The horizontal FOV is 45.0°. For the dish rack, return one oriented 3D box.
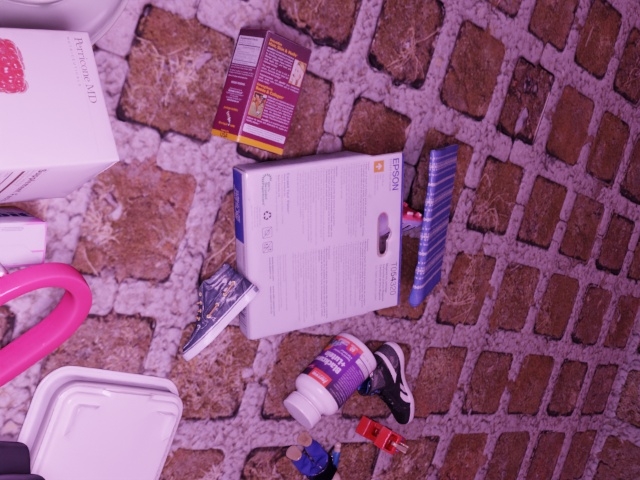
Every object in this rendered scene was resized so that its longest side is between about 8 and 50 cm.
[{"bbox_3d":[-0.373,0.384,1.280,0.286,0.072,0.332,20,89,-46],"label":"dish rack"}]

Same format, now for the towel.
[{"bbox_3d":[0.243,-0.041,1.682,0.243,0.040,0.335,-30,128,-68],"label":"towel"}]

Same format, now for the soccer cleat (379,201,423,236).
[{"bbox_3d":[0.115,-0.035,1.605,0.248,0.083,0.095,-1,121,-44],"label":"soccer cleat"}]

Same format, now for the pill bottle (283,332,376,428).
[{"bbox_3d":[0.017,0.292,1.598,0.193,0.108,0.108,-44,131,-25],"label":"pill bottle"}]

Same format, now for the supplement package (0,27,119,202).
[{"bbox_3d":[-0.425,-0.142,0.919,0.293,0.175,0.177,-11,84,-42],"label":"supplement package"}]

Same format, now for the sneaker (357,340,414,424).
[{"bbox_3d":[0.140,0.347,1.770,0.121,0.079,0.216,-26,114,-32],"label":"sneaker"}]

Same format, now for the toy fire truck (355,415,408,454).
[{"bbox_3d":[0.155,0.457,1.774,0.192,0.135,0.047,38,77,-45],"label":"toy fire truck"}]

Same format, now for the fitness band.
[{"bbox_3d":[-0.450,0.127,1.044,0.291,0.054,0.209,-35,156,-11],"label":"fitness band"}]

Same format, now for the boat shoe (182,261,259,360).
[{"bbox_3d":[-0.197,0.125,1.367,0.183,0.083,0.065,-46,180,5],"label":"boat shoe"}]

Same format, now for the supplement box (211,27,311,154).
[{"bbox_3d":[-0.100,-0.251,1.304,0.104,0.081,0.188,12,96,-46],"label":"supplement box"}]

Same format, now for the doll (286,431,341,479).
[{"bbox_3d":[-0.001,0.493,1.700,0.129,0.046,0.189,-49,132,-19],"label":"doll"}]

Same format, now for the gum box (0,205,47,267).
[{"bbox_3d":[-0.472,-0.005,1.010,0.188,0.107,0.062,-3,106,-44],"label":"gum box"}]

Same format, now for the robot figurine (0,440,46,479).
[{"bbox_3d":[-0.468,0.425,1.075,0.174,0.209,0.278,3,66,-29],"label":"robot figurine"}]

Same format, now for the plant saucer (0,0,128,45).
[{"bbox_3d":[-0.379,-0.409,0.961,0.401,0.101,0.400,-17,116,-39],"label":"plant saucer"}]

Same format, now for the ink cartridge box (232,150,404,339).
[{"bbox_3d":[0.000,0.000,1.457,0.330,0.071,0.323,-10,112,-28],"label":"ink cartridge box"}]
